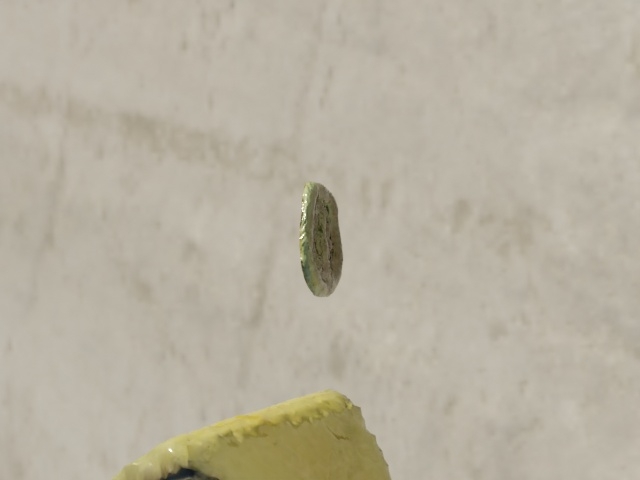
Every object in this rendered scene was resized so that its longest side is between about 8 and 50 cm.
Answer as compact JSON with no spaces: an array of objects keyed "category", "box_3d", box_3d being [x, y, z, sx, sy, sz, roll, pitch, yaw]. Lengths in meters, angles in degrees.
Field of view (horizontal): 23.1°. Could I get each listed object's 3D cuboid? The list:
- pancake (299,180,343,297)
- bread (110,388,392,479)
[{"category":"pancake","box_3d":[0.000,-0.001,1.368,0.108,0.017,0.108,-4,-90,-74]},{"category":"bread","box_3d":[-0.073,0.172,0.770,0.266,0.178,0.142,-36,36,35]}]
